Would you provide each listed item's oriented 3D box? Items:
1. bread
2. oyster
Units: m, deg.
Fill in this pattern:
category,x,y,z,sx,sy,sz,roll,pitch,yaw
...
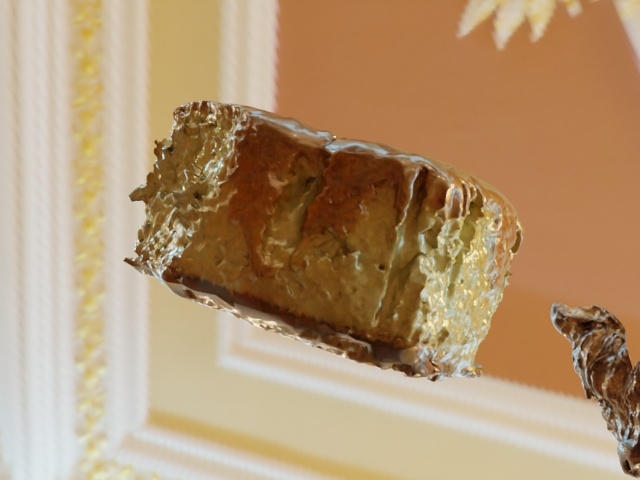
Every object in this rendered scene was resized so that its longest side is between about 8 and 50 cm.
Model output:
category,x,y,z,sx,sy,sz,roll,pitch,yaw
bread,0.000,0.000,0.621,0.127,0.140,0.069,16,-91,17
oyster,0.172,0.088,1.078,0.029,0.132,0.086,-14,-70,-10
